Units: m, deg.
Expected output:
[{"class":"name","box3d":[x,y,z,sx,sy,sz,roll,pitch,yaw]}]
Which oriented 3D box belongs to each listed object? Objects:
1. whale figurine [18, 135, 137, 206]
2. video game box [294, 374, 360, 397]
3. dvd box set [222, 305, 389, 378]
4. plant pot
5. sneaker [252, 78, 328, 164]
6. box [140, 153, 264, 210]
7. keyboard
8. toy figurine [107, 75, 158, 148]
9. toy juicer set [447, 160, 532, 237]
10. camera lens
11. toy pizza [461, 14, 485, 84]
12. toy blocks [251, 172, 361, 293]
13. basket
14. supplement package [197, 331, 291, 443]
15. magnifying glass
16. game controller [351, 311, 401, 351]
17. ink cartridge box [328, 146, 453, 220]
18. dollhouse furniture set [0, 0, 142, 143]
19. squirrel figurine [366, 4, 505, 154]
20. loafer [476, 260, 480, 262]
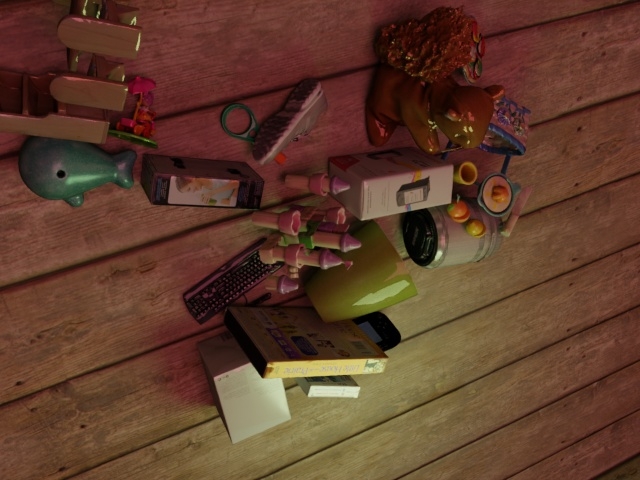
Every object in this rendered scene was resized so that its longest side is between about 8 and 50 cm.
[{"class":"whale figurine","box3d":[-0.583,-0.176,1.505,0.272,0.141,0.216,4,109,-28]},{"class":"video game box","box3d":[0.003,0.441,2.027,0.187,0.205,0.048,11,105,-30]},{"class":"dvd box set","box3d":[-0.045,0.298,1.860,0.420,0.307,0.062,5,112,-34]},{"class":"plant pot","box3d":[0.105,0.125,1.923,0.294,0.275,0.274,-31,122,-1]},{"class":"sneaker","box3d":[-0.070,-0.308,1.711,0.281,0.105,0.115,-49,134,-7]},{"class":"box","box3d":[-0.314,-0.154,1.634,0.290,0.169,0.087,2,113,-28]},{"class":"keyboard","box3d":[-0.243,0.152,1.884,0.317,0.033,0.201,-36,123,-7]},{"class":"toy figurine","box3d":[-0.442,-0.322,1.534,0.130,0.173,0.159,12,89,11]},{"class":"toy juicer set","box3d":[0.531,-0.104,1.895,0.329,0.089,0.209,13,85,-26]},{"class":"camera lens","box3d":[0.424,-0.028,2.019,0.274,0.219,0.219,-7,114,-24]},{"class":"toy pizza","box3d":[0.459,-0.568,1.847,0.201,0.032,0.201,-12,104,-59]},{"class":"toy blocks","box3d":[0.000,0.000,1.722,0.288,0.260,0.309,-57,148,-51]},{"class":"basket","box3d":[0.516,-0.318,1.948,0.255,0.201,0.289,20,93,-31]},{"class":"supplement package","box3d":[-0.236,0.435,1.910,0.199,0.198,0.262,-19,118,-18]},{"class":"magnifying glass","box3d":[-0.182,-0.292,1.725,0.231,0.026,0.092,39,91,-32]},{"class":"game controller","box3d":[0.105,0.339,2.055,0.319,0.166,0.067,-19,123,-18]},{"class":"ink cartridge box","box3d":[0.205,-0.178,1.843,0.306,0.226,0.131,-13,118,-22]},{"class":"dollhouse furniture set","box3d":[-0.558,-0.415,1.299,0.257,0.362,0.394,3,140,-29]},{"class":"squirrel figurine","box3d":[0.313,-0.425,1.699,0.281,0.370,0.397,-22,119,-16]},{"class":"loafer","box3d":[0.572,-0.030,2.170,0.094,0.087,0.251,8,108,-29]}]
